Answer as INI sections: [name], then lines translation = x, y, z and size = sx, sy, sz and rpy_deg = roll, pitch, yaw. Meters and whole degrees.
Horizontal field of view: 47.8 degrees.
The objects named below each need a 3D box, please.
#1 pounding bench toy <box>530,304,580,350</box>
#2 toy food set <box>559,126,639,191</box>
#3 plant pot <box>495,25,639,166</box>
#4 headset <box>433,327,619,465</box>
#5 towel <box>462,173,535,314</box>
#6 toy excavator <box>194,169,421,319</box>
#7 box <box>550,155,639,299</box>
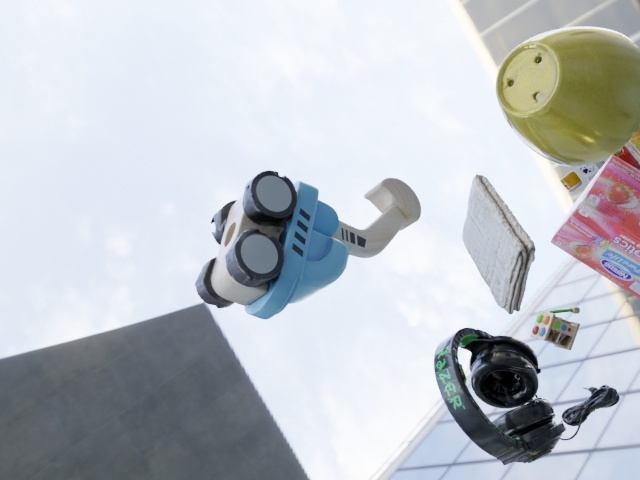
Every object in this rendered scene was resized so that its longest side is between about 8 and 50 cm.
[pounding bench toy]
translation = 0.430, 0.149, 1.319
size = 0.065, 0.052, 0.083
rpy_deg = 22, -95, -12
[toy food set]
translation = 0.661, -0.164, 1.616
size = 0.111, 0.232, 0.104
rpy_deg = -29, -101, -43
[plant pot]
translation = 0.218, -0.140, 0.670
size = 0.095, 0.134, 0.134
rpy_deg = 4, -110, -40
[headset]
translation = 0.379, 0.282, 1.324
size = 0.394, 0.185, 0.243
rpy_deg = 25, -142, -35
[towel]
translation = 0.375, 0.005, 1.539
size = 0.049, 0.187, 0.282
rpy_deg = -6, -140, -10
[toy excavator]
translation = 0.000, 0.000, 1.593
size = 0.445, 0.222, 0.432
rpy_deg = 24, -121, -22
[box]
translation = 0.607, 0.004, 1.328
size = 0.300, 0.154, 0.142
rpy_deg = 34, -119, 13
